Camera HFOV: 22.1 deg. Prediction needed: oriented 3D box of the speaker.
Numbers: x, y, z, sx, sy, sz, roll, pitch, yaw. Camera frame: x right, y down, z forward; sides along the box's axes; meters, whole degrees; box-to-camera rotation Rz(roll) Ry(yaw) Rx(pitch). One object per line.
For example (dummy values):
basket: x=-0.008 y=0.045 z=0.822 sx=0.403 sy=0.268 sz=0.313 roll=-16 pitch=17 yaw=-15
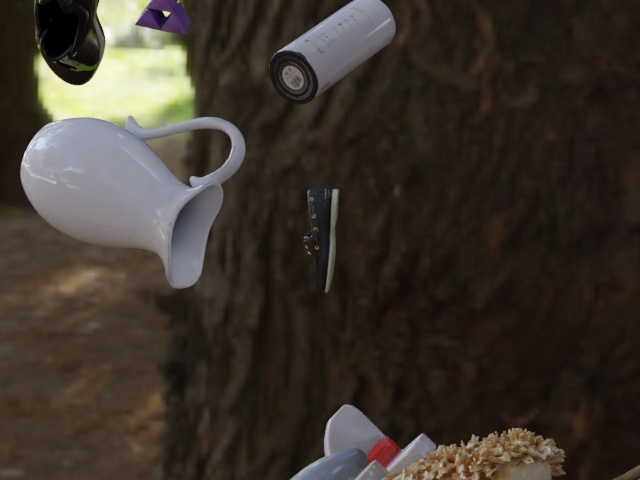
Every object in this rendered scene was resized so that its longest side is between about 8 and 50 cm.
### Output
speaker: x=0.013 y=-0.178 z=1.511 sx=0.055 sy=0.055 sz=0.136 roll=9 pitch=34 yaw=34

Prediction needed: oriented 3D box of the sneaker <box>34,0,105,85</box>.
sneaker: x=-0.297 y=-0.236 z=1.848 sx=0.084 sy=0.097 sz=0.235 roll=20 pitch=-31 yaw=4

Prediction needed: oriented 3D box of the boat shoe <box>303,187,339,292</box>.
boat shoe: x=0.000 y=0.000 z=2.037 sx=0.042 sy=0.133 sz=0.049 roll=2 pitch=15 yaw=4

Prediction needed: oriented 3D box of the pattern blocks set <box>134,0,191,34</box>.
pattern blocks set: x=-0.097 y=-0.287 z=1.200 sx=0.285 sy=0.325 sz=0.026 roll=24 pitch=40 yaw=-5

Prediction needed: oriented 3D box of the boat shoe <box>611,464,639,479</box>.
boat shoe: x=0.273 y=0.223 z=1.355 sx=0.207 sy=0.073 sz=0.073 roll=-24 pitch=-30 yaw=-12

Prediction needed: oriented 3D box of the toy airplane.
toy airplane: x=-0.034 y=0.346 z=1.859 sx=0.272 sy=0.386 sz=0.384 roll=26 pitch=16 yaw=-5

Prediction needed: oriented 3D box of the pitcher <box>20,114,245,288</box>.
pitcher: x=-0.190 y=-0.069 z=1.682 sx=0.207 sy=0.178 sz=0.125 roll=25 pitch=-9 yaw=23

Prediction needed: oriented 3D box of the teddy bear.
teddy bear: x=0.058 y=0.215 z=1.234 sx=0.245 sy=0.113 sz=0.338 roll=-37 pitch=-7 yaw=-8
